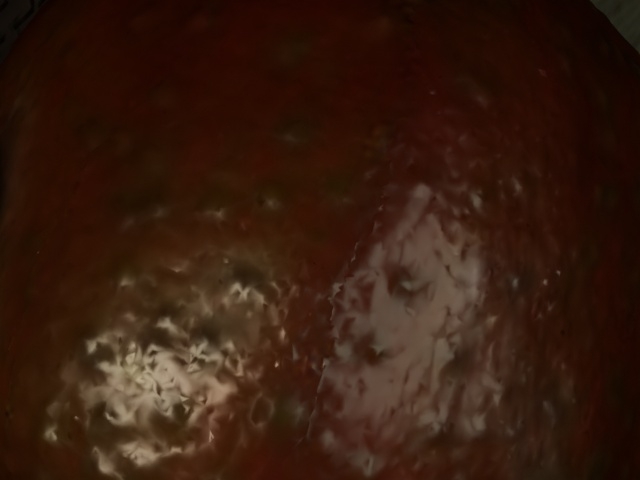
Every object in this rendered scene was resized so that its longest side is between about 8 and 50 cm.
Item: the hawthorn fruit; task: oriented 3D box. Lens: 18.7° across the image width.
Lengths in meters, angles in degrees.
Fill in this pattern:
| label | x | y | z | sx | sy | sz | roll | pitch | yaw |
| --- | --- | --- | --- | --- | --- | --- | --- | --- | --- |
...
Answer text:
| label | x | y | z | sx | sy | sz | roll | pitch | yaw |
| --- | --- | --- | --- | --- | --- | --- | --- | --- | --- |
| hawthorn fruit | 0.000 | 0.000 | 0.683 | 0.275 | 0.275 | 0.300 | 28 | 80 | -46 |
